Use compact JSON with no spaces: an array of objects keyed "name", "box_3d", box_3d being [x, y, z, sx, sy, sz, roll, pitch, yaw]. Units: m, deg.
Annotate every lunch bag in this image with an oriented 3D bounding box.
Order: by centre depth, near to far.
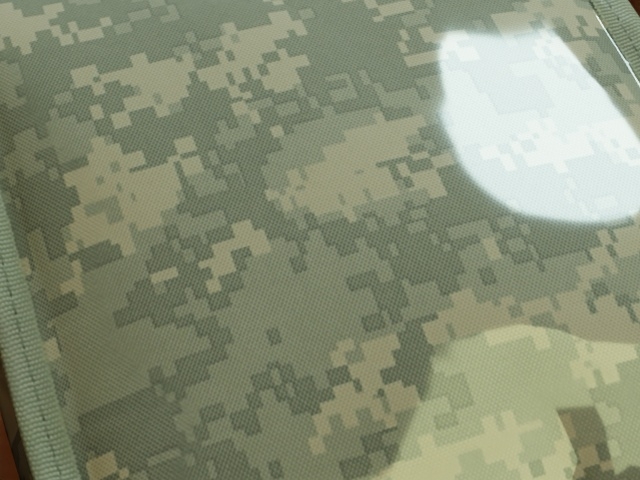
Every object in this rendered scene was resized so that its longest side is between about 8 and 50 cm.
[{"name":"lunch bag","box_3d":[0.000,0.000,0.484,0.235,0.169,0.287,-15,65,-11]}]
